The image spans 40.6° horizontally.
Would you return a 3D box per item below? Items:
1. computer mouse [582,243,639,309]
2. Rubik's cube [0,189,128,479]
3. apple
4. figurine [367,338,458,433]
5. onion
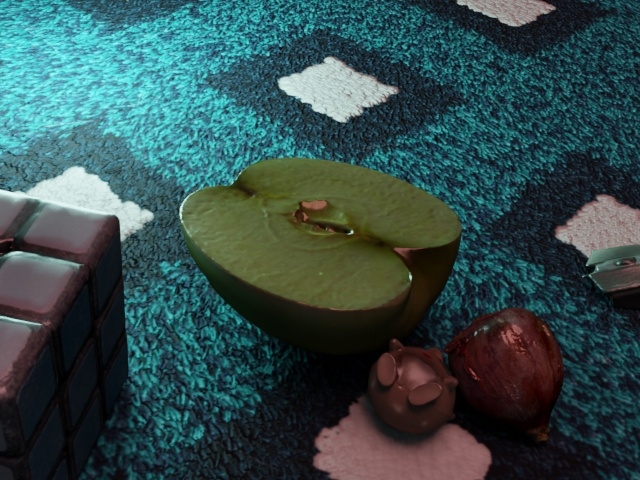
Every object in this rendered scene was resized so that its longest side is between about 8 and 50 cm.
[{"bbox_3d":[0.550,0.052,1.430,0.231,0.071,0.126,6,40,0],"label":"computer mouse"},{"bbox_3d":[-0.419,0.137,1.010,0.304,0.301,0.305,11,42,3],"label":"Rubik's cube"},{"bbox_3d":[0.000,0.000,1.254,0.360,0.320,0.311,22,81,25],"label":"apple"},{"bbox_3d":[0.125,0.196,1.161,0.125,0.138,0.125,-5,73,17],"label":"figurine"},{"bbox_3d":[0.267,0.189,1.186,0.159,0.159,0.194,-20,76,-28],"label":"onion"}]
